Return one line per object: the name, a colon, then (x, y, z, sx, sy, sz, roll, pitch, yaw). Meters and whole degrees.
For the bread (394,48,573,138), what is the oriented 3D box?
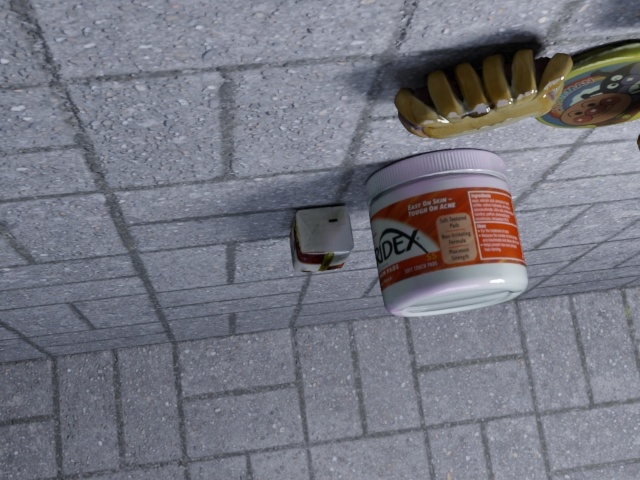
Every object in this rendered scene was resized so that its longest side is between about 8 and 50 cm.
bread: (0.211, -0.190, 1.125, 0.225, 0.081, 0.134, -14, 170, 14)

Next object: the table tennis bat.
table tennis bat: (0.474, -0.212, 1.240, 0.369, 0.054, 0.224, -2, 161, -14)

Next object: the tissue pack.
tissue pack: (0.000, 0.001, 1.701, 0.106, 0.099, 0.148, -6, 166, -8)

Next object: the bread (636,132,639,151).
bread: (0.583, -0.211, 1.144, 0.367, 0.077, 0.084, -36, -169, 36)

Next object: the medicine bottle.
medicine bottle: (0.218, -0.005, 1.521, 0.253, 0.240, 0.252, -7, 165, -2)
